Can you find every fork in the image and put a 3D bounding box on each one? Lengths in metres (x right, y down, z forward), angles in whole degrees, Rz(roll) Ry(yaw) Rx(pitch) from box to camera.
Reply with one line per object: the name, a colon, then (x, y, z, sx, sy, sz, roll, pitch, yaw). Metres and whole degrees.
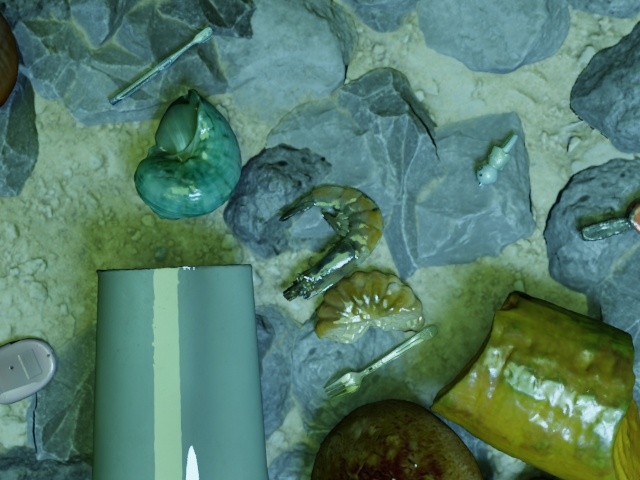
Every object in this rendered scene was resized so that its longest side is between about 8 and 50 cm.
fork: (0.102, 0.204, 1.314, 0.219, 0.028, 0.034, -31, 82, 8)

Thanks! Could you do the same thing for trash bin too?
trash bin: (-0.221, 0.254, 1.241, 0.280, 0.280, 0.431, -2, 88, 8)

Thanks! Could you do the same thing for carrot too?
carrot: (0.358, 0.225, 1.173, 0.341, 0.241, 0.241, 23, 94, 9)

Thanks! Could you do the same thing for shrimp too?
shrimp: (0.000, 0.000, 1.317, 0.217, 0.051, 0.150, -43, 82, -1)

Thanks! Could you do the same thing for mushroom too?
mushroom: (0.114, 0.414, 1.203, 0.345, 0.239, 0.345, -18, 57, 30)

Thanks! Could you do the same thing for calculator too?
calculator: (-0.545, 0.233, 1.406, 0.166, 0.024, 0.103, -26, 88, 7)

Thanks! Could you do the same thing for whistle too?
whistle: (0.284, -0.129, 1.278, 0.035, 0.035, 0.100, 36, 94, 6)

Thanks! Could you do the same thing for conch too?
conch: (-0.220, -0.117, 1.304, 0.202, 0.134, 0.196, -39, 45, 12)

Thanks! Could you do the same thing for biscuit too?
biscuit: (0.073, 0.107, 1.298, 0.183, 0.061, 0.118, -11, 87, 11)

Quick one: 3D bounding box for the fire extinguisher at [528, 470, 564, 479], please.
fire extinguisher: (0.354, 0.469, 1.216, 0.147, 0.106, 0.337, 26, 70, 22)

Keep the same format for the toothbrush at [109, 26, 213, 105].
toothbrush: (-0.273, -0.298, 1.359, 0.219, 0.019, 0.016, -34, 85, 8)

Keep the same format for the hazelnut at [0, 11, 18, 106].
hazelnut: (-0.595, -0.295, 1.316, 0.210, 0.210, 0.186, -17, 128, 8)

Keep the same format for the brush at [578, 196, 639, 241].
brush: (0.562, -0.057, 1.237, 0.323, 0.051, 0.070, -16, 96, 5)
